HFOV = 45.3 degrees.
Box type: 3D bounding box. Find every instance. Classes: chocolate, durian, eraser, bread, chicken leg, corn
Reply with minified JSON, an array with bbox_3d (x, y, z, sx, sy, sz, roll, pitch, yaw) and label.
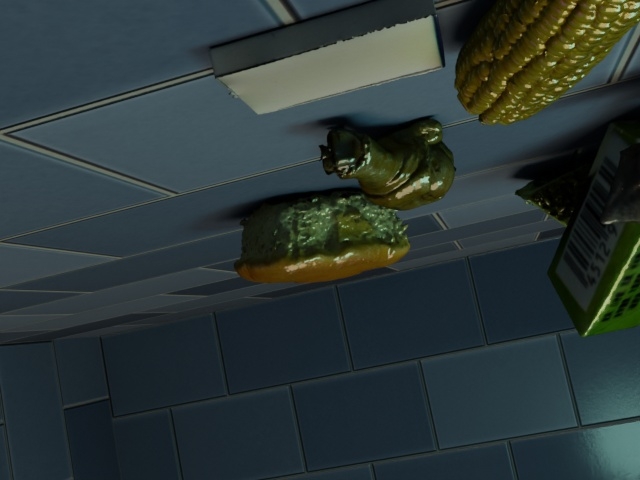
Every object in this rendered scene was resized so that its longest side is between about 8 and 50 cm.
[{"bbox_3d":[0.486,-0.031,1.057,0.288,0.137,0.301,-8,131,-24],"label":"chocolate"},{"bbox_3d":[0.468,-0.054,1.308,0.198,0.163,0.394,-13,179,29],"label":"durian"},{"bbox_3d":[0.010,-0.126,0.535,0.150,0.023,0.104,-13,172,11],"label":"eraser"},{"bbox_3d":[0.000,0.000,1.105,0.245,0.121,0.174,-9,171,-32],"label":"bread"},{"bbox_3d":[0.078,-0.081,0.793,0.103,0.088,0.227,-4,170,27],"label":"chicken leg"},{"bbox_3d":[0.143,-0.133,0.489,0.080,0.080,0.238,-11,174,-7],"label":"corn"}]

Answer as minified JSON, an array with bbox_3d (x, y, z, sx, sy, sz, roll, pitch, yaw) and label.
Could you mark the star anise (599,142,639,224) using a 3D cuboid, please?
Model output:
[{"bbox_3d":[0.411,-0.108,0.756,0.315,0.108,0.315,-22,158,-9],"label":"star anise"}]
